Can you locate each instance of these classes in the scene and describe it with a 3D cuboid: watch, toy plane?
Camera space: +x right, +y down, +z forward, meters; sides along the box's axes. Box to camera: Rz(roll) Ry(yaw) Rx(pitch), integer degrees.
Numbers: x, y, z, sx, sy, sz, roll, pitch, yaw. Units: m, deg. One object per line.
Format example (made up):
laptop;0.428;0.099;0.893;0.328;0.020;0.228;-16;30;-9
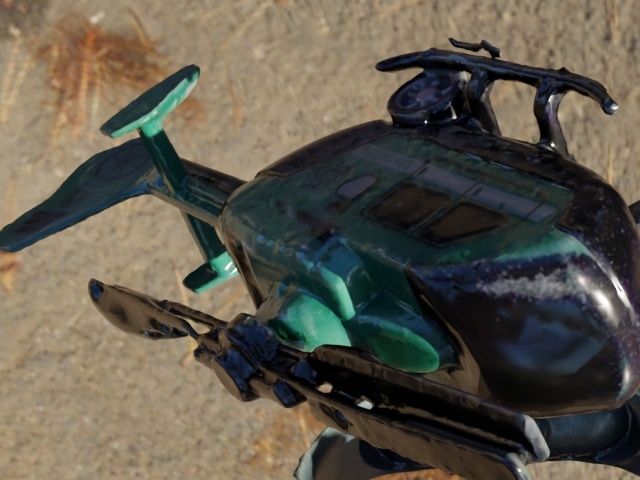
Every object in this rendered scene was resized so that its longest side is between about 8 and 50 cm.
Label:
watch;0.092;0.127;0.686;0.206;0.068;0.193;-2;25;8
toy plane;0.000;0.000;0.539;0.155;0.106;0.381;-37;34;-22
